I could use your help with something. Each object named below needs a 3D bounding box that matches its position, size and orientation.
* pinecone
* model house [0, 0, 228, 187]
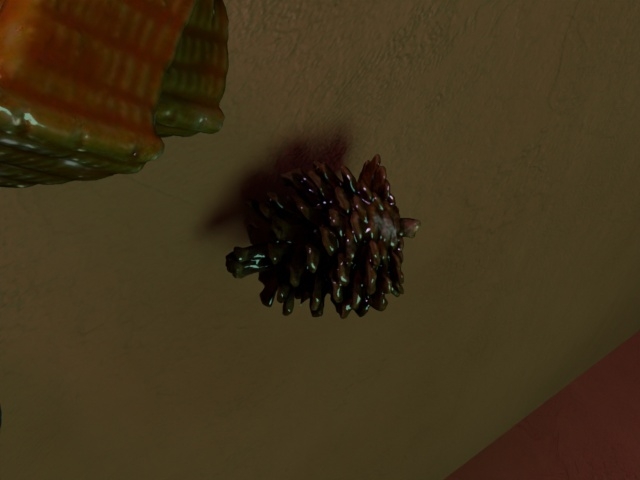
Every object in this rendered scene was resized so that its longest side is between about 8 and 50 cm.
[{"bbox_3d":[0.000,-0.001,1.009,0.212,0.185,0.168,-1,147,-31],"label":"pinecone"},{"bbox_3d":[-0.175,-0.112,0.576,0.219,0.229,0.199,-46,146,7],"label":"model house"}]
